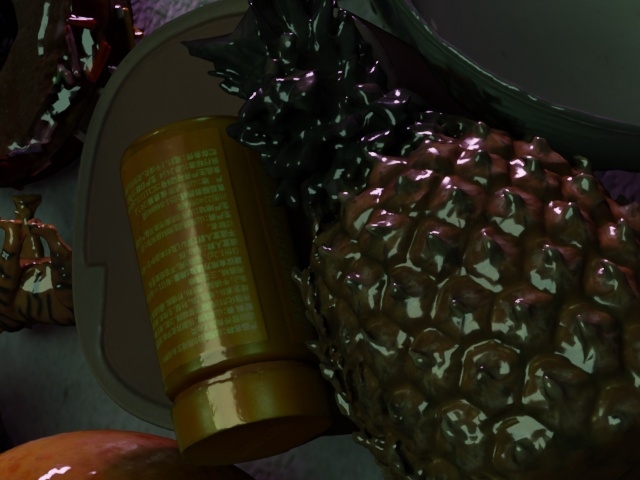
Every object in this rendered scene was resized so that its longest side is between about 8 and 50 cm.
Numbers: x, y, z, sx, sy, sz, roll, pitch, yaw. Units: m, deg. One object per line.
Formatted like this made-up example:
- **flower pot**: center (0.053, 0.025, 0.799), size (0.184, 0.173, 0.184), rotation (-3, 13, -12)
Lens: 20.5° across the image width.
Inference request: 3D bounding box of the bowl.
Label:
- **bowl**: center (0.179, -0.146, 1.102), size (0.337, 0.337, 0.157), rotation (57, 155, 30)

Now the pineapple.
- **pineapple**: center (0.064, -0.003, 0.966), size (0.202, 0.202, 0.362), rotation (-43, 69, 22)

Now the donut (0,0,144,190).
- **donut**: center (-0.263, -0.165, 1.505), size (0.269, 0.103, 0.270), rotation (-6, 79, 37)

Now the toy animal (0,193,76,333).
- **toy animal**: center (-0.174, 0.030, 1.405), size (0.255, 0.114, 0.116), rotation (2, 104, 25)

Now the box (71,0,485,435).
- **box**: center (0.000, 0.000, 1.207), size (0.301, 0.216, 0.301), rotation (-10, 74, 35)

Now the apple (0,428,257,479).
- **apple**: center (-0.149, 0.277, 1.231), size (0.299, 0.275, 0.299), rotation (-7, 76, 29)

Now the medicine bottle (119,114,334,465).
- **medicine bottle**: center (-0.057, 0.029, 1.053), size (0.096, 0.096, 0.192), rotation (-25, 68, 30)
